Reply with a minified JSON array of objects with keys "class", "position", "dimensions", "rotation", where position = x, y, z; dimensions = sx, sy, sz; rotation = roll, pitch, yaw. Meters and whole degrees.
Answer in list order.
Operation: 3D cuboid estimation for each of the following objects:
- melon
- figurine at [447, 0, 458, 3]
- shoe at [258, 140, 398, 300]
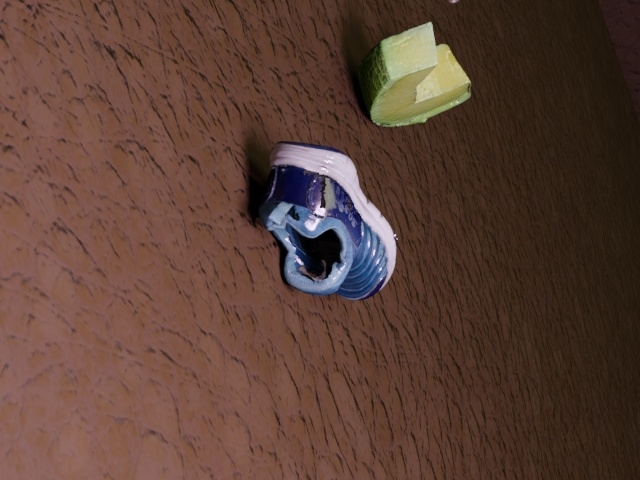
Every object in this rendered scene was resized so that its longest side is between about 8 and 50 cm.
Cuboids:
[{"class":"melon","position":[0.098,-0.180,1.890],"dimensions":[0.064,0.118,0.209],"rotation":[65,4,12]},{"class":"figurine","position":[0.104,-0.468,2.045],"dimensions":[0.207,0.166,0.387],"rotation":[12,60,-51]},{"class":"shoe","position":[0.000,0.000,1.531],"dimensions":[0.207,0.091,0.106],"rotation":[56,48,-54]}]
